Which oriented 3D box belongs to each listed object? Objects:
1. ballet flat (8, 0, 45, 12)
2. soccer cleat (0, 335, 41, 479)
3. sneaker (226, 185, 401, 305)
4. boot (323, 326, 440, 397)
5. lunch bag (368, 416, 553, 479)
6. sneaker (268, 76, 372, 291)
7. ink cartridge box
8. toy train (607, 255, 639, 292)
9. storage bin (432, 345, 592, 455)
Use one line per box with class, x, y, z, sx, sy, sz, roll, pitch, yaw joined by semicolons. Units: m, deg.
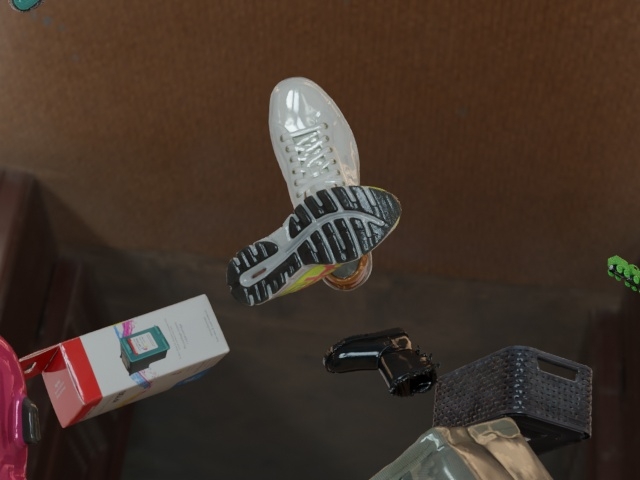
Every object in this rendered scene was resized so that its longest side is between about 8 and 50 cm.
ballet flat;-0.299;-0.292;1.419;0.041;0.114;0.041;45;162;18
soccer cleat;-0.240;0.195;0.616;0.143;0.331;0.116;-1;159;35
sneaker;0.000;0.000;1.378;0.208;0.081;0.094;-26;171;24
boot;0.075;0.153;1.540;0.121;0.099;0.045;-15;125;-16
lunch bag;0.062;0.293;0.872;0.287;0.235;0.169;-41;158;21
sneaker;0.007;-0.077;1.651;0.105;0.290;0.123;-19;179;1
ink cartridge box;-0.237;0.147;1.488;0.231;0.078;0.134;-19;168;-26
toy train;0.348;0.041;1.424;0.083;0.024;0.017;28;144;-31
storage bin;0.226;0.200;1.531;0.122;0.084;0.180;19;152;-23
